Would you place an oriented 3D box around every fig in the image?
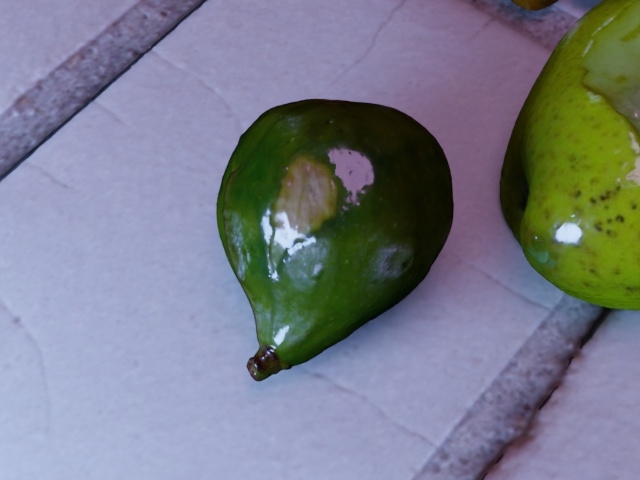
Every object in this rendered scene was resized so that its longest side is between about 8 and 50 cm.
[{"bbox_3d":[0.000,0.000,1.310,0.195,0.195,0.245,17,92,8],"label":"fig"}]

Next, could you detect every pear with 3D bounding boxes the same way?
[{"bbox_3d":[0.273,-0.078,1.364,0.282,0.176,0.286,-35,63,-22],"label":"pear"}]

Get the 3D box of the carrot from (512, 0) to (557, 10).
[{"bbox_3d":[0.156,-0.331,1.593,0.070,0.070,0.260,-24,58,-18],"label":"carrot"}]
